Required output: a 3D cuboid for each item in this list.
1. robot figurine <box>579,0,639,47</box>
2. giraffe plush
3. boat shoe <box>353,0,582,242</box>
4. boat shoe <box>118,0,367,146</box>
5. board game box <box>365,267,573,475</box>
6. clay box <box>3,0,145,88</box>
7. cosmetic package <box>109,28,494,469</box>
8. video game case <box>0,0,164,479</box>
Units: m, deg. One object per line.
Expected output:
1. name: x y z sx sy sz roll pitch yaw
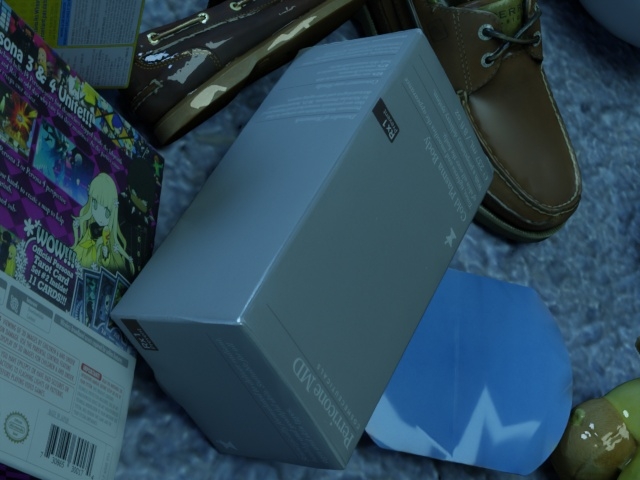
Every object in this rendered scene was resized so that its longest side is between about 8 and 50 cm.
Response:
1. robot figurine: 0.334 -0.284 0.914 0.300 0.200 0.353 27 48 29
2. giraffe plush: 0.217 0.158 0.700 0.210 0.181 0.171 5 46 -18
3. boat shoe: 0.102 -0.142 0.773 0.110 0.104 0.307 -32 89 -36
4. boat shoe: -0.046 -0.141 0.702 0.207 0.073 0.073 -38 89 -36
5. board game box: 0.083 0.085 0.711 0.168 0.033 0.133 13 61 -14
6. clay box: -0.203 -0.132 0.550 0.222 0.127 0.053 -2 61 -19
7. cosmetic package: 0.000 0.000 0.634 0.127 0.107 0.238 56 46 -35
8. video game case: -0.158 -0.002 0.517 0.232 0.041 0.210 48 42 -56
